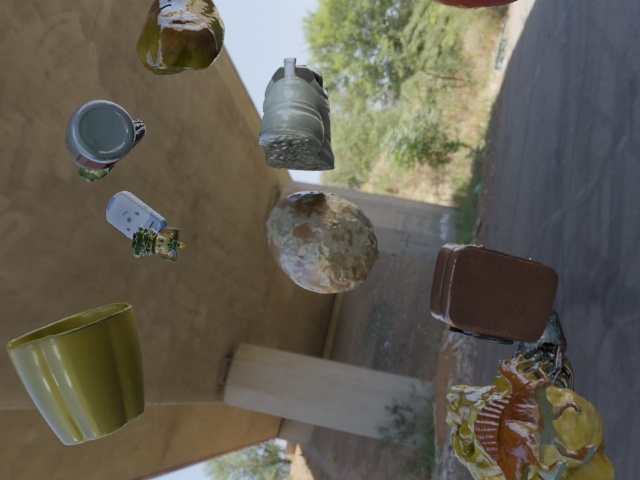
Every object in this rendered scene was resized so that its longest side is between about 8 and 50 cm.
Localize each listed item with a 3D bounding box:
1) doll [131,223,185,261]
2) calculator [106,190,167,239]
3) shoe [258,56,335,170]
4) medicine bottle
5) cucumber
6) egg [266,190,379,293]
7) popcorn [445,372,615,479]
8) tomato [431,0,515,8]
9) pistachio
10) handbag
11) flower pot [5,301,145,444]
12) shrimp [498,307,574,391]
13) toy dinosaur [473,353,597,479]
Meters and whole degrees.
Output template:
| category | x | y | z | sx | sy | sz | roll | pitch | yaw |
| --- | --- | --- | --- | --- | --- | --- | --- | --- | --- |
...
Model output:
| category | x | y | z | sx | sy | sz | roll | pitch | yaw |
| --- | --- | --- | --- | --- | --- | --- | --- | --- | --- |
| doll | -0.365 | 0.003 | 1.227 | 0.077 | 0.113 | 0.078 | 30 | 113 | 58 |
| calculator | -0.575 | -0.063 | 1.713 | 0.121 | 0.210 | 0.039 | -53 | -3 | 18 |
| shoe | -0.036 | -0.211 | 0.926 | 0.316 | 0.124 | 0.159 | 36 | -125 | -88 |
| medicine bottle | -0.353 | -0.156 | 0.859 | 0.217 | 0.090 | 0.090 | 2 | 80 | 62 |
| cucumber | -0.507 | -0.234 | 1.349 | 0.265 | 0.077 | 0.077 | -78 | -6 | -56 |
| egg | 0.000 | 0.000 | 1.053 | 0.195 | 0.233 | 0.195 | -45 | -28 | -33 |
| popcorn | 0.324 | 0.301 | 0.852 | 0.191 | 0.254 | 0.190 | -49 | -24 | -79 |
| tomato | 0.123 | -0.373 | 0.471 | 0.290 | 0.325 | 0.293 | -39 | -20 | -1 |
| pistachio | -0.197 | -0.284 | 0.764 | 0.100 | 0.110 | 0.189 | 36 | -144 | -36 |
| handbag | 0.277 | 0.089 | 0.891 | 0.072 | 0.193 | 0.151 | -169 | 95 | -75 |
| flower pot | -0.372 | 0.212 | 0.873 | 0.195 | 0.195 | 0.179 | -44 | -61 | -76 |
| shrimp | 0.468 | 0.312 | 1.211 | 0.137 | 0.172 | 0.372 | 87 | -168 | -61 |
| toy dinosaur | 0.230 | 0.227 | 0.642 | 0.212 | 0.142 | 0.057 | -39 | -53 | -22 |
